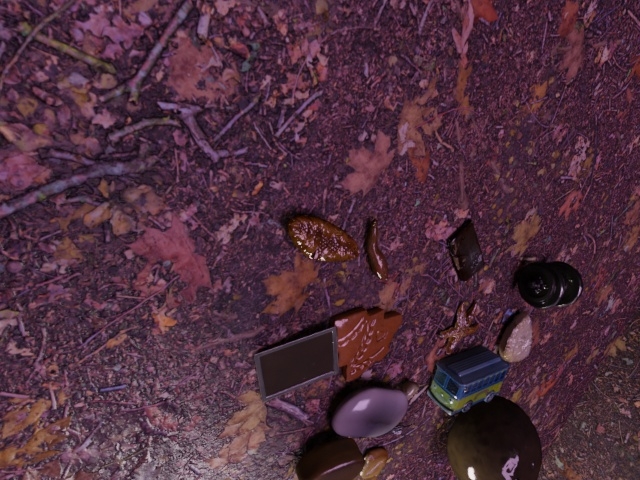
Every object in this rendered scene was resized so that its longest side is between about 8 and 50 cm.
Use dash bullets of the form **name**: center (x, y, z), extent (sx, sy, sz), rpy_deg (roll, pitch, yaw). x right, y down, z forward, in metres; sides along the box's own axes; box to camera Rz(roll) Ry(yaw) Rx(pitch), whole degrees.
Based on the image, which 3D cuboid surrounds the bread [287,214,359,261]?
- **bread**: center (0.000, 0.000, 1.097), extent (0.233, 0.076, 0.104), rpy_deg (23, 88, -33)

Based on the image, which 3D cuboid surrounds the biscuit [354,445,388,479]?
- **biscuit**: center (0.174, 0.963, 1.751), extent (0.154, 0.045, 0.299), rpy_deg (27, 97, -42)

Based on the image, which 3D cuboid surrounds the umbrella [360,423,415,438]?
- **umbrella**: center (0.266, 0.763, 1.720), extent (0.269, 0.044, 0.044), rpy_deg (0, 151, -28)

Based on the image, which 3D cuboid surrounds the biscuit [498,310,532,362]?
- **biscuit**: center (0.880, 0.463, 1.948), extent (0.179, 0.084, 0.281), rpy_deg (-34, 129, -16)

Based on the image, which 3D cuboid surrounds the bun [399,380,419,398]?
- **bun**: center (0.329, 0.566, 1.638), extent (0.086, 0.055, 0.086), rpy_deg (-37, 152, -24)

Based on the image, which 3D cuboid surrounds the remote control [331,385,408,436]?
- **remote control**: center (0.179, 0.606, 1.522), extent (0.332, 0.103, 0.221), rpy_deg (23, 106, -41)

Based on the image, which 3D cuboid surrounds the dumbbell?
- **dumbbell**: center (0.934, 0.179, 1.763), extent (0.290, 0.192, 0.192), rpy_deg (2, 112, -35)

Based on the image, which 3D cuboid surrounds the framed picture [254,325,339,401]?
- **framed picture**: center (-0.064, 0.359, 1.264), extent (0.252, 0.014, 0.197), rpy_deg (-15, 122, -19)

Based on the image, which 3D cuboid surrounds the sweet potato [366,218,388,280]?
- **sweet potato**: center (0.159, 0.028, 1.243), extent (0.050, 0.050, 0.214), rpy_deg (-29, 123, -19)

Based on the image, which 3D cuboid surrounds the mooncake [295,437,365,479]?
- **mooncake**: center (0.040, 0.771, 1.492), extent (0.235, 0.117, 0.234), rpy_deg (-14, 131, -17)

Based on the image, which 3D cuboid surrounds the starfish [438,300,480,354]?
- **starfish**: center (0.554, 0.338, 1.685), extent (0.241, 0.043, 0.227), rpy_deg (2, 113, -38)

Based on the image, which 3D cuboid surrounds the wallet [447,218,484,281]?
- **wallet**: center (0.510, 0.044, 1.504), extent (0.122, 0.031, 0.232), rpy_deg (-41, 131, -12)

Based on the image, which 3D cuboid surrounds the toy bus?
- **toy bus**: center (0.605, 0.568, 1.770), extent (0.312, 0.152, 0.190), rpy_deg (-6, 118, -33)

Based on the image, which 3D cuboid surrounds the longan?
- **longan**: center (0.770, 0.934, 1.928), extent (0.404, 0.404, 0.435), rpy_deg (-16, 125, -28)

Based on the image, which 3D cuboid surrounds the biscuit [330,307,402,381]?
- **biscuit**: center (0.128, 0.314, 1.373), extent (0.284, 0.043, 0.306), rpy_deg (-51, 131, 0)
